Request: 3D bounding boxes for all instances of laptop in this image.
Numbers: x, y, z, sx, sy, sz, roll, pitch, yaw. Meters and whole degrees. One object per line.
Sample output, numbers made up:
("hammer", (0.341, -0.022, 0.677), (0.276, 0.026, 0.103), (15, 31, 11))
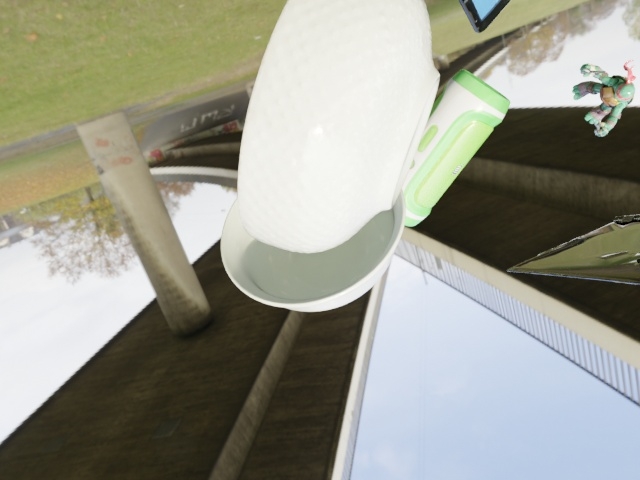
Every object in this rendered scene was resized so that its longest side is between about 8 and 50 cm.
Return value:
("laptop", (0.632, 0.072, 0.852), (0.236, 0.407, 0.382), (-57, -175, -4))

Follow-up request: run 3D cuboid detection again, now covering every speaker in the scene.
("speaker", (0.228, -0.172, 0.957), (0.297, 0.131, 0.131), (-56, -179, 27))

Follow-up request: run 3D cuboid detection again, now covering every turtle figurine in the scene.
("turtle figurine", (0.685, -0.342, 1.180), (0.118, 0.175, 0.234), (-12, -172, 14))

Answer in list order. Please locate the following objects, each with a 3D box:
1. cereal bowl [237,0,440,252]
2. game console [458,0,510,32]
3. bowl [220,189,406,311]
("cereal bowl", (0.044, -0.135, 0.568), (0.141, 0.339, 0.339), (20, -151, 10))
("game console", (0.368, -0.471, 0.802), (0.250, 0.174, 0.293), (15, -174, 29))
("bowl", (0.000, 0.000, 0.804), (0.297, 0.134, 0.298), (-10, -124, 14))
